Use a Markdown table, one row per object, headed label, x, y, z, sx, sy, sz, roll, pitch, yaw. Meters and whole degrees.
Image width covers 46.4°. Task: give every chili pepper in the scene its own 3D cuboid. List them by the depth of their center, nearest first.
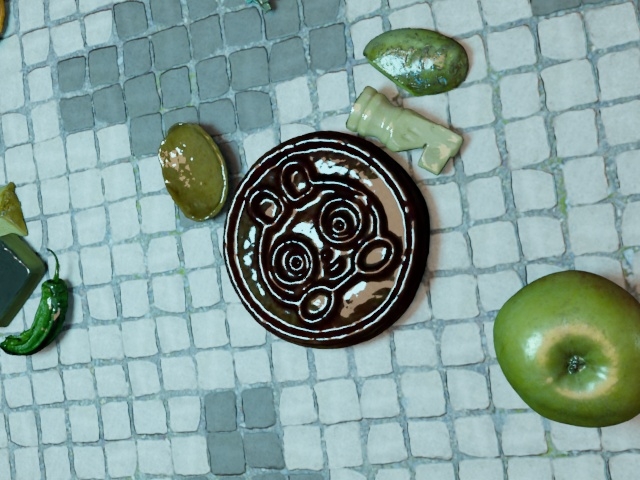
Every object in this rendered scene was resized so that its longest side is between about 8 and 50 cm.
| label | x | y | z | sx | sy | sz | roll | pitch | yaw |
| --- | --- | --- | --- | --- | --- | --- | --- | --- | --- |
| chili pepper | -0.599 | 0.158 | 1.609 | 0.122 | 0.065 | 0.279 | 39 | 106 | 12 |

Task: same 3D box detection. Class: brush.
| label | x | y | z | sx | sy | sz | roll | pitch | yaw |
| --- | --- | --- | --- | --- | --- | --- | --- | --- | --- |
| brush | -0.703 | 0.092 | 1.645 | 0.123 | 0.059 | 0.197 | 42 | 108 | 10 |

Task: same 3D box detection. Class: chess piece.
| label | x | y | z | sx | sy | sz | roll | pitch | yaw |
| --- | --- | --- | --- | --- | --- | --- | --- | --- | --- |
| chess piece | 0.152 | -0.195 | 1.337 | 0.200 | 0.090 | 0.090 | 28 | 99 | 8 |

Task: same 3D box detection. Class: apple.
| label | x | y | z | sx | sy | sz | roll | pitch | yaw |
| --- | --- | --- | --- | --- | --- | --- | --- | --- | --- |
| apple | 0.402 | 0.170 | 1.180 | 0.260 | 0.194 | 0.261 | 1 | 92 | 21 |

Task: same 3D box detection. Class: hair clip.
| label | x | y | z | sx | sy | sz | roll | pitch | yaw |
| --- | --- | --- | --- | --- | --- | --- | --- | --- | --- |
| hair clip | -0.148 | -0.510 | 1.459 | 0.049 | 0.049 | 0.173 | -36 | 73 | 16 |

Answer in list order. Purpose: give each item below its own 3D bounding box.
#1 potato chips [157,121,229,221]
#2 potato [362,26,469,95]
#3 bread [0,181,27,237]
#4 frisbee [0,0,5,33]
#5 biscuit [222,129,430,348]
| label | x | y | z | sx | sy | sz | roll | pitch | yaw |
| --- | --- | --- | --- | --- | --- | --- | --- | --- | --- |
| potato chips | -0.249 | -0.140 | 1.491 | 0.150 | 0.049 | 0.202 | -40 | 79 | 19 |
| potato | 0.166 | -0.328 | 1.341 | 0.198 | 0.054 | 0.119 | 27 | 102 | 18 |
| bread | -0.705 | -0.062 | 1.672 | 0.084 | 0.080 | 0.109 | -20 | 50 | 17 |
| frisbee | -0.786 | -0.508 | 1.691 | 0.192 | 0.035 | 0.192 | 0 | 91 | 21 |
| biscuit | 0.000 | 0.000 | 1.381 | 0.407 | 0.091 | 0.407 | 0 | 90 | 21 |
